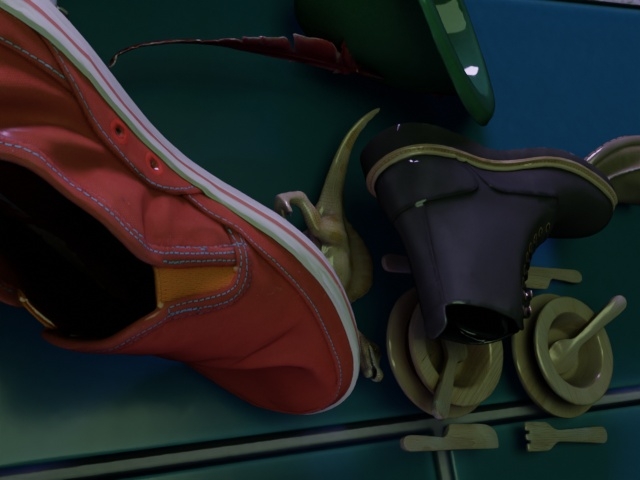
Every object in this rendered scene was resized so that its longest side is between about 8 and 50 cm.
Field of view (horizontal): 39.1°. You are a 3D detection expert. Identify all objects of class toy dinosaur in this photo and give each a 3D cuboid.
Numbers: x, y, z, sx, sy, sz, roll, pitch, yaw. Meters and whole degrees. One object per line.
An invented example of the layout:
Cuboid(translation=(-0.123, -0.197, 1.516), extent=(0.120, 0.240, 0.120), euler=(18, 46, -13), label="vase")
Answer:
Cuboid(translation=(0.000, 0.000, 0.575), extent=(0.093, 0.053, 0.183), euler=(10, 70, -39), label="toy dinosaur")

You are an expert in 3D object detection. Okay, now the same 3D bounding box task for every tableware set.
Cuboid(translation=(0.128, 0.071, 0.587), extent=(0.194, 0.039, 0.128), euler=(6, 71, -34), label="tableware set")

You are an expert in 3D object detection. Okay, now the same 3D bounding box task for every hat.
Cuboid(translation=(0.000, -0.141, 0.625), extent=(0.208, 0.184, 0.173), euler=(50, 28, -45), label="hat")

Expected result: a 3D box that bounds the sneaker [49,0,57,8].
Cuboid(translation=(-0.172, -0.187, 0.416), extent=(0.090, 0.115, 0.232), euler=(-6, 59, -37), label="sneaker")

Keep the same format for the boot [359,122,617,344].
Cuboid(translation=(0.123, 0.010, 0.569), extent=(0.198, 0.077, 0.137), euler=(5, 52, -27), label="boot")

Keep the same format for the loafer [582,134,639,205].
Cuboid(translation=(0.236, -0.051, 0.685), extent=(0.148, 0.056, 0.050), euler=(-22, 77, -29), label="loafer")

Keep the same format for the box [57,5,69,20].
Cuboid(translation=(-0.352, -0.040, 0.391), extent=(0.395, 0.097, 0.318), euler=(21, 64, -18), label="box")

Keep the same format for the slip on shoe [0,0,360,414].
Cuboid(translation=(-0.087, 0.015, 0.421), extent=(0.331, 0.123, 0.101), euler=(47, 37, -45), label="slip on shoe")
